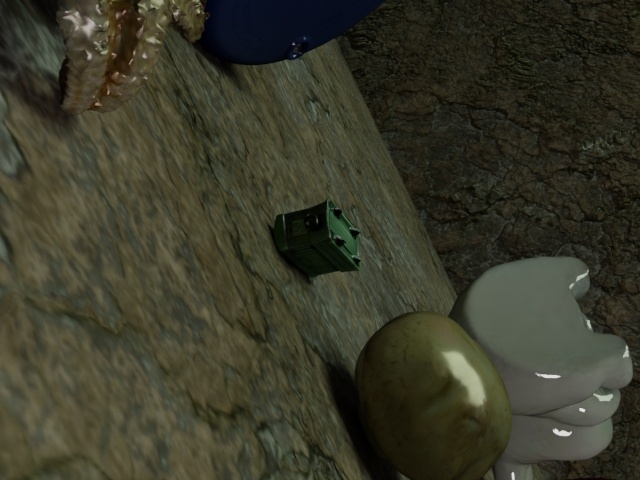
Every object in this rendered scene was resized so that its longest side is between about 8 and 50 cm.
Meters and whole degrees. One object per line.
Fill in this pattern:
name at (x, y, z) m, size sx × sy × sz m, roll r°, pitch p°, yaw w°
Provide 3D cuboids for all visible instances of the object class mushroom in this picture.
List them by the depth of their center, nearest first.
mushroom at (0.084, 0.123, 0.694) m, size 0.148 × 0.112 × 0.148 m, roll 57°, pitch 12°, yaw -19°

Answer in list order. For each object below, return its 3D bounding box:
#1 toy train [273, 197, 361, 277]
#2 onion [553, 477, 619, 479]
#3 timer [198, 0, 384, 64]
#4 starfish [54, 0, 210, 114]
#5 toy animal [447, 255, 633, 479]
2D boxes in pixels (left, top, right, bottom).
toy train at (0.000, 0.000, 0.745) m, size 0.093 × 0.056 × 0.038 m, roll 45°, pitch 37°, yaw -63°
onion at (0.133, 0.215, 0.446) m, size 0.206 × 0.206 × 0.216 m, roll 60°, pitch 4°, yaw -39°
timer at (-0.089, -0.388, 0.844) m, size 0.384 × 0.270 × 0.270 m, roll 56°, pitch 7°, yaw 15°
starfish at (-0.139, -0.211, 0.434) m, size 0.303 × 0.113 × 0.312 m, roll -98°, pitch 168°, yaw -56°
toy animal at (0.243, 0.194, 1.147) m, size 0.368 × 0.241 × 0.196 m, roll 74°, pitch 5°, yaw -50°
